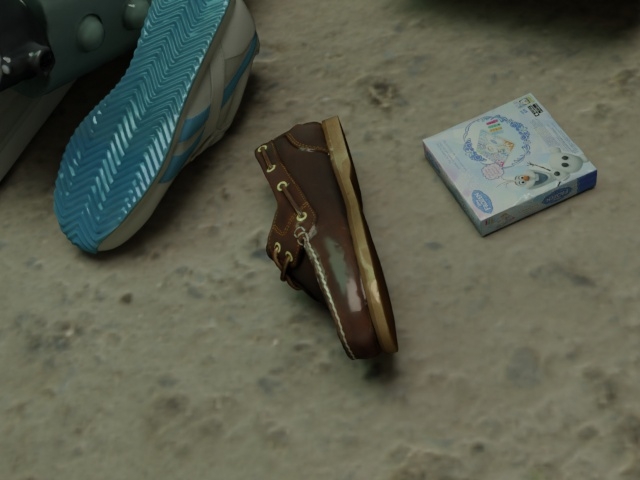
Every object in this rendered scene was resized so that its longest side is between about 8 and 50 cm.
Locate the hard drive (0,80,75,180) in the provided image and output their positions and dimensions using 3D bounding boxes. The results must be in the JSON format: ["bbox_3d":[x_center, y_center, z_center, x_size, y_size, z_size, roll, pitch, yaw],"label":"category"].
[{"bbox_3d":[-0.358,-0.053,0.815,0.203,0.040,0.307,12,56,21],"label":"hard drive"}]

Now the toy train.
[{"bbox_3d":[-0.204,-0.210,0.802,0.190,0.142,0.334,24,38,22],"label":"toy train"}]

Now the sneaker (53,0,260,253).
[{"bbox_3d":[-0.113,-0.087,0.762,0.087,0.092,0.228,24,80,26],"label":"sneaker"}]

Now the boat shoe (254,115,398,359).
[{"bbox_3d":[0.000,0.000,0.673,0.073,0.073,0.207,-16,43,2],"label":"boat shoe"}]

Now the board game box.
[{"bbox_3d":[0.132,-0.055,0.718,0.090,0.020,0.090,-23,50,-7],"label":"board game box"}]
